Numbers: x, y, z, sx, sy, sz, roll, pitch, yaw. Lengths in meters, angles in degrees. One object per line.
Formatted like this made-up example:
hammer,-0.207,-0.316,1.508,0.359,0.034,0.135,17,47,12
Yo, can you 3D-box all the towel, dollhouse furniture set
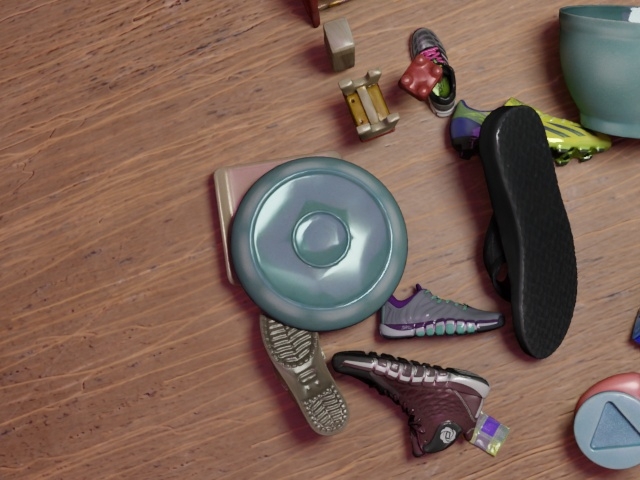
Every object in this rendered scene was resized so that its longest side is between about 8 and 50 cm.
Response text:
towel,0.291,0.341,1.415,0.083,0.009,0.060,32,87,4
dollhouse furniture set,0.096,-0.376,1.405,0.201,0.152,0.374,-20,85,1

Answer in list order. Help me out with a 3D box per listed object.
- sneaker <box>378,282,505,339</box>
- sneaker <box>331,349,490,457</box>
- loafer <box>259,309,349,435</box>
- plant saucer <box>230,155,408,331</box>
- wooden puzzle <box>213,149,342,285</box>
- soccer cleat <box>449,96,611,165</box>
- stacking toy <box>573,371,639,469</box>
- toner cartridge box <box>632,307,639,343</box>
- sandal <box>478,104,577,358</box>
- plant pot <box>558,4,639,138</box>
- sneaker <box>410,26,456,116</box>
sneaker,0.213,0.121,1.401,0.224,0.083,0.098,-4,81,2
sneaker,0.146,0.291,1.379,0.281,0.106,0.162,11,89,2
loafer,-0.036,0.225,1.397,0.102,0.092,0.268,-18,69,-15
plant saucer,0.000,0.000,1.388,0.318,0.043,0.317,1,80,-4
wooden puzzle,-0.063,-0.041,1.445,0.239,0.044,0.220,-8,85,-3
soccer cleat,0.376,-0.202,1.415,0.289,0.093,0.121,3,76,1
stacking toy,0.581,0.369,1.309,0.280,0.130,0.308,-22,84,17
toner cartridge box,0.730,0.183,1.329,0.348,0.165,0.075,26,56,3
sandal,0.348,-0.014,1.372,0.168,0.107,0.445,-21,106,-33
plant pot,0.543,-0.284,1.340,0.293,0.293,0.196,2,112,2
sneaker,0.209,-0.313,1.435,0.063,0.075,0.170,-15,85,1
